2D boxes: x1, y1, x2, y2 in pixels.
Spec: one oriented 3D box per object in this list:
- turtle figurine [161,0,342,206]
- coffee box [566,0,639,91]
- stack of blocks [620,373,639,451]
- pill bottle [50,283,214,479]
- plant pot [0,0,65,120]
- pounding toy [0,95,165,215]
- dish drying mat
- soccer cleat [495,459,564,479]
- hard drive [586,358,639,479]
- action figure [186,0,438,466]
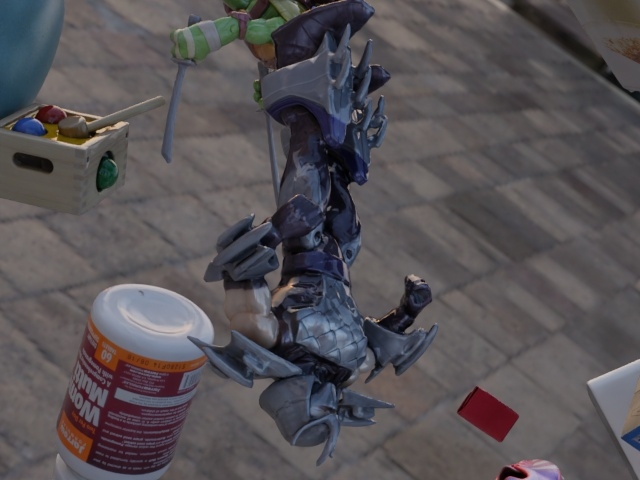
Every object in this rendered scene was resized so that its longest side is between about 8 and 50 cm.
[{"bbox_3d":[-0.110,-0.213,1.446,0.198,0.274,0.266,-2,50,-37],"label":"turtle figurine"},{"bbox_3d":[0.412,-0.337,1.151,0.334,0.338,0.338,49,-12,-31],"label":"coffee box"},{"bbox_3d":[0.360,0.090,0.847,0.171,0.297,0.087,35,51,-6],"label":"stack of blocks"},{"bbox_3d":[-0.190,0.163,1.268,0.121,0.221,0.121,17,23,-8],"label":"pill bottle"},{"bbox_3d":[-0.423,-0.180,1.366,0.290,0.290,0.195,18,61,-36],"label":"plant pot"},{"bbox_3d":[-0.251,-0.098,1.328,0.141,0.100,0.130,12,22,12],"label":"pounding toy"},{"bbox_3d":[0.151,0.156,1.169,0.008,0.032,0.083,33,-3,42],"label":"dish drying mat"},{"bbox_3d":[0.262,0.315,1.673,0.095,0.083,0.248,39,4,0],"label":"soccer cleat"},{"bbox_3d":[0.479,0.185,1.431,0.040,0.308,0.203,67,0,-58],"label":"hard drive"},{"bbox_3d":[0.000,0.000,0.805,0.185,0.099,0.285,42,44,-54],"label":"action figure"}]
